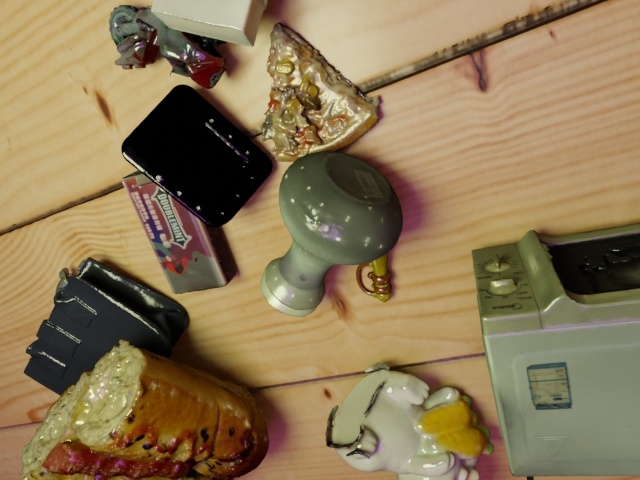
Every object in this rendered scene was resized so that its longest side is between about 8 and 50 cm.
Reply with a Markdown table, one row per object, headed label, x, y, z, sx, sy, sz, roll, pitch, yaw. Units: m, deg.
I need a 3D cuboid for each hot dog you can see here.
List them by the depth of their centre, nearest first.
| label | x | y | z | sx | sy | sz | roll | pitch | yaw |
| --- | --- | --- | --- | --- | --- | --- | --- | --- | --- |
| hot dog | -0.293 | 0.383 | 0.843 | 0.367 | 0.196 | 0.365 | -39 | 130 | 23 |

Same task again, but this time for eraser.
| label | x | y | z | sx | sy | sz | roll | pitch | yaw |
| --- | --- | --- | --- | --- | --- | --- | --- | --- | --- |
| eraser | -0.116 | -0.359 | 0.544 | 0.124 | 0.068 | 0.210 | 15 | 93 | 4 |

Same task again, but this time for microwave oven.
| label | x | y | z | sx | sy | sz | roll | pitch | yaw |
| --- | --- | --- | --- | --- | --- | --- | --- | --- | --- |
| microwave oven | 0.400 | 0.127 | 0.580 | 0.355 | 0.218 | 0.286 | -11 | 111 | 19 |

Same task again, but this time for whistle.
| label | x | y | z | sx | sy | sz | roll | pitch | yaw |
| --- | --- | --- | --- | --- | --- | --- | --- | --- | --- |
| whistle | 0.088 | 0.056 | 0.732 | 0.057 | 0.046 | 0.109 | -4 | 119 | 1 |

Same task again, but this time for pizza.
| label | x | y | z | sx | sy | sz | roll | pitch | yaw |
| --- | --- | --- | --- | --- | --- | --- | --- | --- | --- |
| pizza | -0.023 | -0.212 | 0.637 | 0.185 | 0.052 | 0.195 | -20 | 107 | 19 |

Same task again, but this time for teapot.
| label | x | y | z | sx | sy | sz | roll | pitch | yaw |
| --- | --- | --- | --- | --- | --- | --- | --- | --- | --- |
| teapot | 0.000 | 0.000 | 0.669 | 0.183 | 0.183 | 0.251 | 31 | 130 | 0 |

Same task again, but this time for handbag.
| label | x | y | z | sx | sy | sz | roll | pitch | yaw |
| --- | --- | --- | --- | --- | --- | --- | --- | --- | --- |
| handbag | -0.445 | 0.196 | 0.897 | 0.269 | 0.118 | 0.326 | 35 | 116 | -10 |

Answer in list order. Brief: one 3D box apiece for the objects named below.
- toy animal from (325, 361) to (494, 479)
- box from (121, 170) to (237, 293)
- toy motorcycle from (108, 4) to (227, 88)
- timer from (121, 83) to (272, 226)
| label | x | y | z | sx | sy | sz | roll | pitch | yaw |
| --- | --- | --- | --- | --- | --- | --- | --- | --- | --- |
| toy animal | 0.161 | 0.380 | 0.786 | 0.310 | 0.183 | 0.247 | 45 | 122 | -13 |
| box | -0.237 | -0.021 | 0.769 | 0.120 | 0.069 | 0.224 | -12 | 110 | 19 |
| toy motorcycle | -0.211 | -0.279 | 0.642 | 0.213 | 0.082 | 0.122 | 5 | 105 | 22 |
| timer | -0.183 | -0.123 | 0.681 | 0.187 | 0.055 | 0.144 | 42 | 79 | -15 |
